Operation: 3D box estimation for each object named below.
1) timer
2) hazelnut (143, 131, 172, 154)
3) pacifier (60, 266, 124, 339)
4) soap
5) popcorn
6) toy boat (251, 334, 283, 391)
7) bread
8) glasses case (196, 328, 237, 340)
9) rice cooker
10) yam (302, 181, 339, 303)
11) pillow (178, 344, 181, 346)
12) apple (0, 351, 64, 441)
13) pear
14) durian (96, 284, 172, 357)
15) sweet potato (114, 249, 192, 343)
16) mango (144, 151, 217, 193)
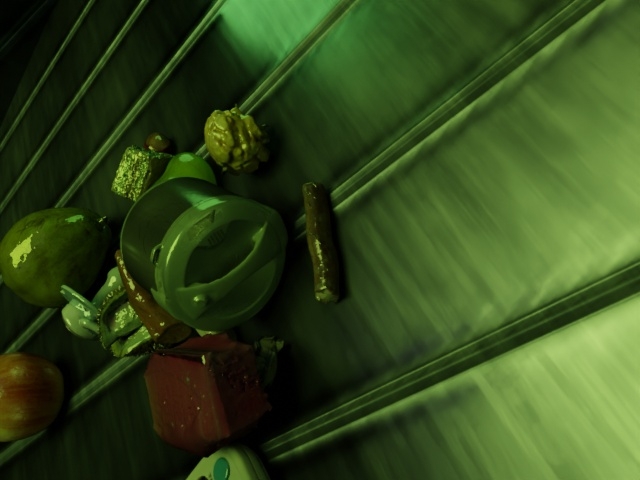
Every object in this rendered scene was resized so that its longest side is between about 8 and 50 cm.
[{"bbox_3d":[-0.169,0.535,1.069,0.237,0.087,0.262,-54,48,20],"label":"timer"},{"bbox_3d":[-0.450,-0.254,1.565,0.086,0.086,0.086,-13,70,42],"label":"hazelnut"},{"bbox_3d":[-0.581,0.171,1.532,0.225,0.238,0.287,-55,10,-22],"label":"pacifier"},{"bbox_3d":[-0.234,0.294,1.093,0.325,0.127,0.220,-9,92,52],"label":"soap"},{"bbox_3d":[-0.184,-0.215,1.230,0.148,0.167,0.152,36,87,7],"label":"popcorn"},{"bbox_3d":[-0.126,0.285,1.112,0.084,0.066,0.210,-117,40,-75],"label":"toy boat"},{"bbox_3d":[-0.418,-0.161,1.430,0.102,0.196,0.138,27,98,18],"label":"bread"},{"bbox_3d":[-0.252,0.168,1.252,0.204,0.081,0.051,44,109,40],"label":"glasses case"},{"bbox_3d":[-0.230,0.022,1.136,0.277,0.288,0.288,23,96,44],"label":"rice cooker"},{"bbox_3d":[0.000,0.000,1.061,0.057,0.057,0.241,-26,62,38],"label":"yam"},{"bbox_3d":[-0.296,0.288,1.285,0.150,0.048,0.090,2,88,46],"label":"pillow"},{"bbox_3d":[-0.934,0.483,1.743,0.286,0.233,0.286,-11,75,46],"label":"apple"},{"bbox_3d":[-0.777,0.035,1.680,0.375,0.287,0.287,-36,53,6],"label":"pear"},{"bbox_3d":[-0.414,0.180,1.376,0.138,0.237,0.193,173,86,-86],"label":"durian"},{"bbox_3d":[-0.381,0.124,1.263,0.097,0.097,0.251,-30,94,37],"label":"sweet potato"},{"bbox_3d":[-0.340,-0.077,1.329,0.143,0.175,0.293,124,167,-63],"label":"mango"}]
